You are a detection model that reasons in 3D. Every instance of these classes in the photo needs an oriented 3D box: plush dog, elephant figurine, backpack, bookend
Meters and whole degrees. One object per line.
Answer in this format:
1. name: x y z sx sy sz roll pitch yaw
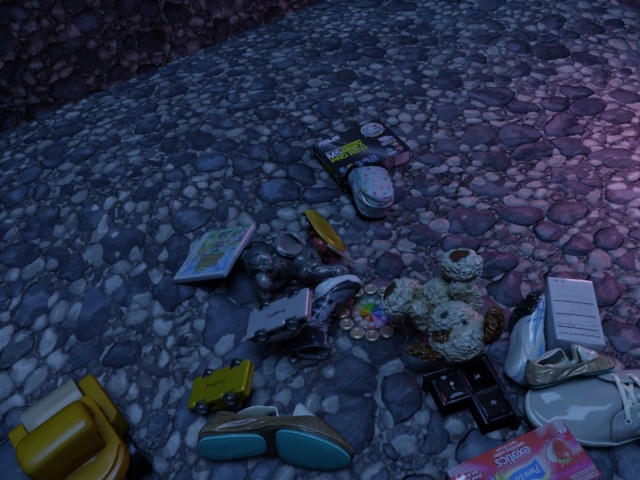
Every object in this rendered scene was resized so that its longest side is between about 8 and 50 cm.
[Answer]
1. plush dog: 0.298 0.182 1.198 0.262 0.211 0.226 -29 39 16
2. elephant figurine: -0.077 0.062 1.417 0.239 0.169 0.186 -20 85 -19
3. backpack: 0.156 -0.157 1.595 0.151 0.115 0.182 -5 53 -7
4. bookend: 0.325 0.351 1.128 0.157 0.072 0.156 -16 47 -6

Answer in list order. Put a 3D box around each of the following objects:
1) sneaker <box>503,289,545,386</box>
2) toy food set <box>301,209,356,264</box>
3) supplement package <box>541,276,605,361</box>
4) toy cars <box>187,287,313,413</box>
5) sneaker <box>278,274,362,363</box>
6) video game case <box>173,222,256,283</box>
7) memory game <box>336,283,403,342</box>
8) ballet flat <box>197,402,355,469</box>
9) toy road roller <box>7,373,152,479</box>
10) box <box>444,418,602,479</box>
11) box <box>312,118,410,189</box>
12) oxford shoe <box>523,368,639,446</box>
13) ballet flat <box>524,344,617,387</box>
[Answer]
1. sneaker: 0.491 0.228 1.212 0.086 0.085 0.237 31 63 -13
2. toy food set: 0.000 0.000 1.483 0.071 0.128 0.218 -46 44 15
3. supplement package: 0.586 0.191 1.219 0.105 0.105 0.179 5 49 10
4. toy cars: -0.148 0.269 1.209 0.394 0.087 0.176 -50 34 -4
5. sneaker: 0.011 0.203 1.292 0.268 0.101 0.153 -30 51 -8
6. video game case: -0.304 0.037 1.484 0.212 0.023 0.193 -9 40 37
7. memory game: 0.131 0.186 1.351 0.186 0.012 0.186 -4 47 4
8. ballet flat: -0.093 0.413 1.122 0.341 0.116 0.124 -3 27 11
9. toy road roller: -0.526 0.408 1.078 0.202 0.241 0.329 -37 53 -25
10. box: 0.373 0.462 0.979 0.256 0.128 0.123 -19 47 -11
11. box: 0.139 -0.302 1.774 0.269 0.060 0.216 -23 49 -13
12. oxford shoe: 0.654 0.329 1.067 0.448 0.130 0.169 -2 49 8
13. ballet flat: 0.536 0.261 1.110 0.206 0.073 0.067 -12 90 -9
